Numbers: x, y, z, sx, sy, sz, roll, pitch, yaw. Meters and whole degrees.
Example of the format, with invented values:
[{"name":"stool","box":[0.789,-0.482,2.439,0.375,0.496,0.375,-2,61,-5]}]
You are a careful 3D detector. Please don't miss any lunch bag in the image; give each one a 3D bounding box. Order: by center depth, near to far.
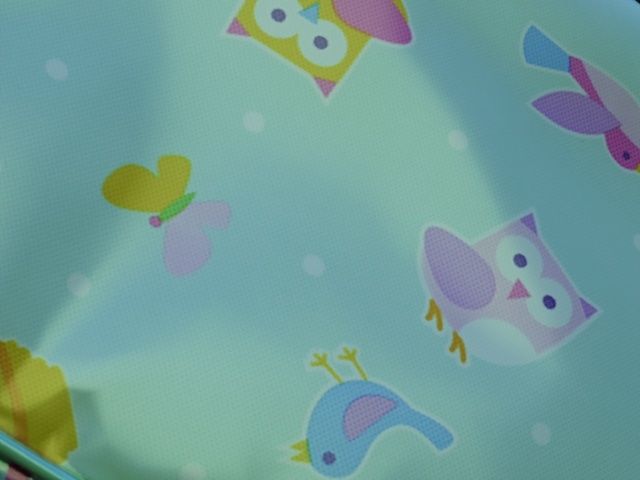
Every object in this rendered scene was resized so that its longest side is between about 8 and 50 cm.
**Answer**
[{"name":"lunch bag","box":[-0.004,0.017,0.422,0.279,0.108,0.224,32,57,-11]}]
